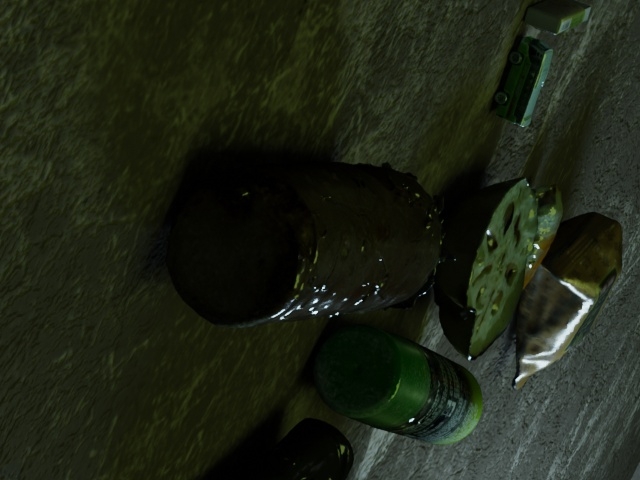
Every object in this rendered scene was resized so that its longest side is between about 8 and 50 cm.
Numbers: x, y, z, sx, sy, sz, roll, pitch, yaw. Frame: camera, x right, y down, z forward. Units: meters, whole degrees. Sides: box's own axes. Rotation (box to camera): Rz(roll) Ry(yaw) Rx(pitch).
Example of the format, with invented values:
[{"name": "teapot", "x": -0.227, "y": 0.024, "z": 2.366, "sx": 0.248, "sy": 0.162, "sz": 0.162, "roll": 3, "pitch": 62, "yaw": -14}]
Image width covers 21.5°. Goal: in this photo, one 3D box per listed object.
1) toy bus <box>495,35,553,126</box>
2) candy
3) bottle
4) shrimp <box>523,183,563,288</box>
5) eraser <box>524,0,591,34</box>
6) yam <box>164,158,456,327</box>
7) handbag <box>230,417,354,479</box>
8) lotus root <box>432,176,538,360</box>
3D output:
[{"name": "toy bus", "x": 0.199, "y": -0.156, "z": 1.650, "sx": 0.031, "sy": 0.037, "sz": 0.083, "roll": -26, "pitch": 138, "yaw": -58}, {"name": "candy", "x": 0.300, "y": 0.075, "z": 2.094, "sx": 0.143, "sy": 0.101, "sz": 0.271, "roll": -42, "pitch": 157, "yaw": -30}, {"name": "bottle", "x": 0.083, "y": 0.146, "z": 1.668, "sx": 0.093, "sy": 0.093, "sz": 0.330, "roll": -62, "pitch": 160, "yaw": -1}, {"name": "shrimp", "x": 0.204, "y": 0.013, "z": 1.873, "sx": 0.166, "sy": 0.049, "sz": 0.161, "roll": -15, "pitch": 131, "yaw": -53}, {"name": "eraser", "x": 0.233, "y": -0.221, "z": 1.648, "sx": 0.083, "sy": 0.038, "sz": 0.019, "roll": -31, "pitch": 138, "yaw": -56}, {"name": "yam", "x": -0.001, "y": -0.001, "z": 1.253, "sx": 0.279, "sy": 0.131, "sz": 0.131, "roll": -2, "pitch": 117, "yaw": -66}, {"name": "handbag", "x": -0.067, "y": 0.312, "z": 1.517, "sx": 0.244, "sy": 0.088, "sz": 0.275, "roll": -36, "pitch": 146, "yaw": -44}, {"name": "lotus root", "x": 0.154, "y": 0.021, "z": 1.713, "sx": 0.203, "sy": 0.078, "sz": 0.183, "roll": -25, "pitch": 126, "yaw": -64}]
